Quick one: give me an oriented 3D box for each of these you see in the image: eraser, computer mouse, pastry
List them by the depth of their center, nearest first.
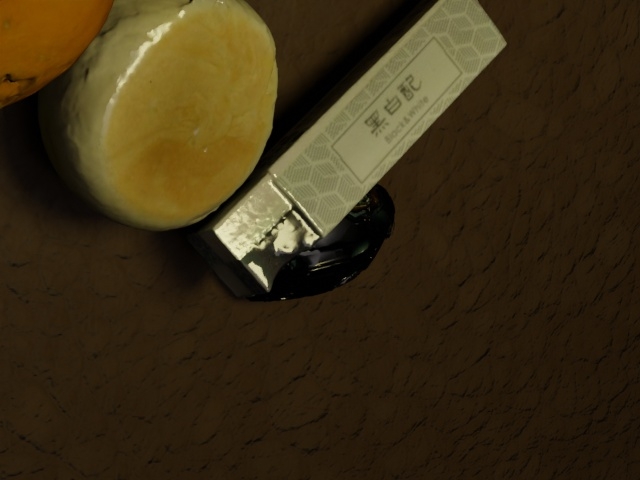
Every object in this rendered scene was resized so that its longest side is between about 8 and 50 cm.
[{"bbox_3d":[-0.150,-0.135,1.305,0.265,0.133,0.264,-19,122,-34],"label":"pastry"},{"bbox_3d":[0.034,-0.110,1.456,0.096,0.098,0.404,48,68,-14],"label":"eraser"},{"bbox_3d":[0.000,0.000,1.539,0.242,0.077,0.146,-19,120,-32],"label":"computer mouse"}]

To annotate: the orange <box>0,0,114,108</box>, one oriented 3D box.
[{"bbox_3d":[-0.301,-0.230,1.018,0.312,0.312,0.312,-18,121,-34],"label":"orange"}]
